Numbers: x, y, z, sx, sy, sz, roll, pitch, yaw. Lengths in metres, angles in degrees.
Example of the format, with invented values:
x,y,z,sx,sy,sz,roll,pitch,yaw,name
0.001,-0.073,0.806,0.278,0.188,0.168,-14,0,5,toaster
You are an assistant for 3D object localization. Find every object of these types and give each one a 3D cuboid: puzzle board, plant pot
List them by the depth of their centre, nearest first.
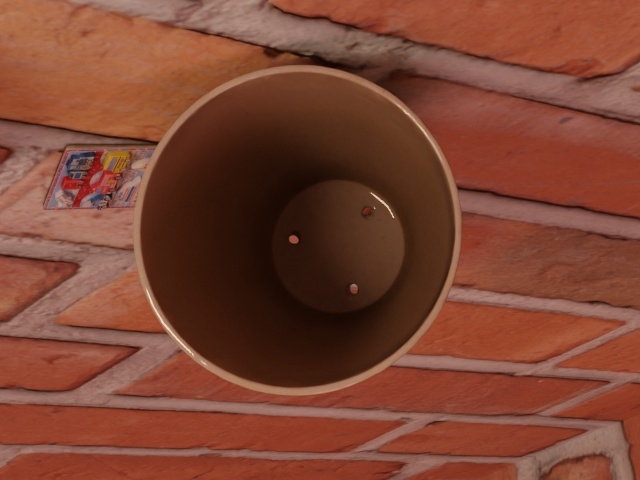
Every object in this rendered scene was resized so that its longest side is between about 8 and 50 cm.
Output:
x,y,z,sx,sy,sz,roll,pitch,yaw,name
0.000,0.000,1.378,0.257,0.256,0.274,-12,175,7,plant pot
-0.189,-0.054,1.435,0.096,0.011,0.128,-1,158,-20,puzzle board
